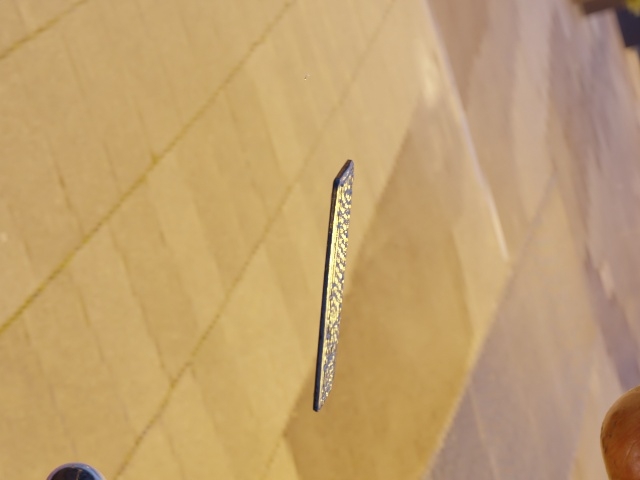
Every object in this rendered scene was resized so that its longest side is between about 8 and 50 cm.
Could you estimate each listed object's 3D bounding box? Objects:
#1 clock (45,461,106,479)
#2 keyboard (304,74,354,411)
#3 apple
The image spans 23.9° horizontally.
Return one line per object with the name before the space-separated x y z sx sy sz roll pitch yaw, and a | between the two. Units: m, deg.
clock | -0.175 0.317 1.295 0.228 0.247 0.090 -53 155 -23
keyboard | 0.013 0.000 1.676 0.103 0.041 0.381 -59 149 -69
apple | 0.322 0.191 1.353 0.146 0.146 0.147 -15 90 -73
